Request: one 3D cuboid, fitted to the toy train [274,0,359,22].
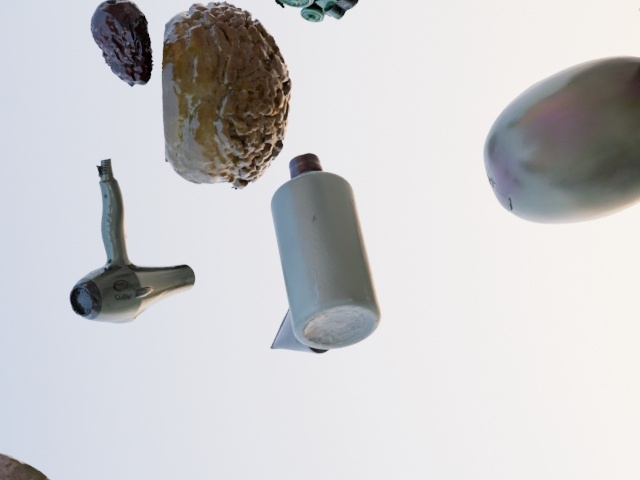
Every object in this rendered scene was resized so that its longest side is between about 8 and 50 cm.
[{"bbox_3d":[-0.018,-0.382,1.662,0.178,0.104,0.071,30,-120,-43],"label":"toy train"}]

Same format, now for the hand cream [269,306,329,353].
[{"bbox_3d":[-0.029,0.148,1.864,0.054,0.186,0.087,28,-99,-23],"label":"hand cream"}]

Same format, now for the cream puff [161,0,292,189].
[{"bbox_3d":[-0.167,-0.260,2.051,0.343,0.231,0.327,-97,7,-61],"label":"cream puff"}]

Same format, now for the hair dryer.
[{"bbox_3d":[-0.258,0.017,1.642,0.219,0.088,0.225,24,-111,-55],"label":"hair dryer"}]

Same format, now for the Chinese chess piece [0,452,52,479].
[{"bbox_3d":[-0.431,0.377,1.419,0.270,0.112,0.270,21,-155,-10],"label":"Chinese chess piece"}]

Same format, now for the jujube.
[{"bbox_3d":[-0.342,-0.344,1.978,0.166,0.104,0.104,87,-166,-45],"label":"jujube"}]

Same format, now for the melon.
[{"bbox_3d":[0.392,-0.144,1.656,0.223,0.317,0.223,-21,-90,-89],"label":"melon"}]

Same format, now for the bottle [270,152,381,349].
[{"bbox_3d":[0.000,0.000,1.340,0.104,0.104,0.245,36,-146,-46],"label":"bottle"}]
